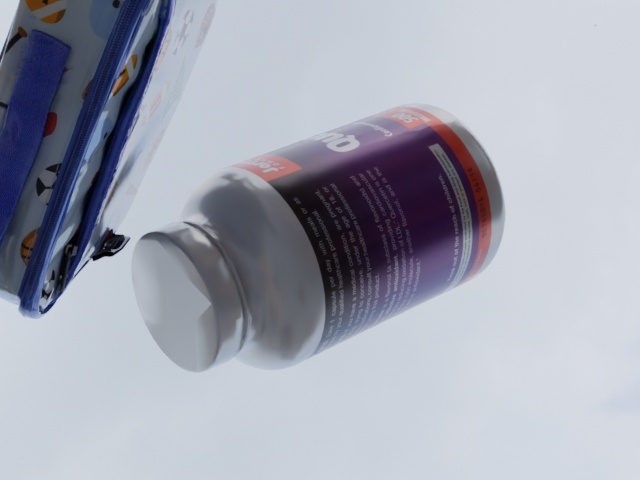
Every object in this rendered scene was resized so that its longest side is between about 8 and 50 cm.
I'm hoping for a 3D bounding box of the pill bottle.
[{"bbox_3d":[0.000,0.000,1.167,0.181,0.323,0.181,28,-51,41],"label":"pill bottle"}]

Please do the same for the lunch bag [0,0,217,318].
[{"bbox_3d":[-0.181,-0.092,0.980,0.115,0.243,0.303,23,-69,0],"label":"lunch bag"}]
